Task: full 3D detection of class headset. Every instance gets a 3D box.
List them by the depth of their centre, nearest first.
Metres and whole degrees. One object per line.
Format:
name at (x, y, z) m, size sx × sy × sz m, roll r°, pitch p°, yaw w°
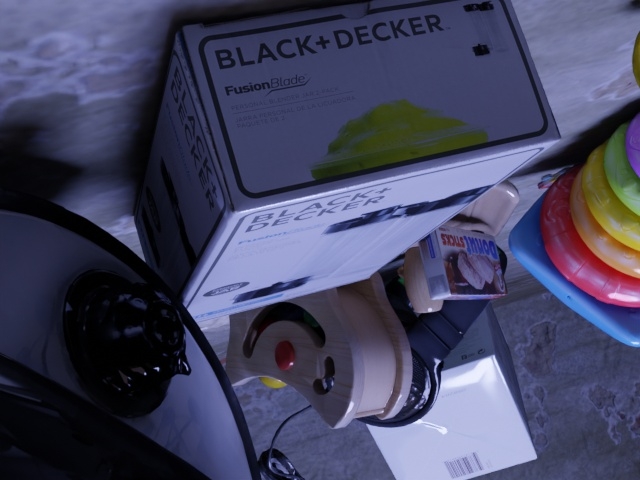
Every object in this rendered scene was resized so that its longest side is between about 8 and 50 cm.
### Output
headset at (0.085, 0.158, 1.073) m, size 0.394 × 0.185 × 0.243 m, roll -45°, pitch -173°, yaw 1°

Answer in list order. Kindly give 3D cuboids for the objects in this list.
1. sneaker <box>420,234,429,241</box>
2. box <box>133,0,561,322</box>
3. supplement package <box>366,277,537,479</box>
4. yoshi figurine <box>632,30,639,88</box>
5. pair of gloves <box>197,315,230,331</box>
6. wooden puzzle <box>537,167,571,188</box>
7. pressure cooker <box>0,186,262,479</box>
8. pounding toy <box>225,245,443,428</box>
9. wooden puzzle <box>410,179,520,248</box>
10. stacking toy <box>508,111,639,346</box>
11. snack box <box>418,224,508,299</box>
sneaker at (0.000, 0.000, 0.719) m, size 0.188 × 0.078 × 0.067 m, roll -18°, pitch 169°, yaw 11°
box at (-0.012, -0.031, 0.524) m, size 0.169 × 0.087 × 0.290 m, roll -13°, pitch 168°, yaw -20°
supplement package at (0.175, 0.190, 1.308) m, size 0.199 × 0.198 × 0.263 m, roll -20°, pitch -153°, yaw 13°
yoshi figurine at (0.369, -0.098, 0.554) m, size 0.362 × 0.204 × 0.203 m, roll -14°, pitch -175°, yaw -27°
pair of gloves at (-0.074, 0.082, 1.113) m, size 0.204 × 0.042 × 0.240 m, roll -17°, pitch 168°, yaw 4°
wooden puzzle at (0.271, -0.070, 0.970) m, size 0.083 × 0.006 × 0.049 m, roll -11°, pitch 168°, yaw -28°
pressure cooker at (-0.227, 0.166, 0.449) m, size 0.420 × 0.376 × 0.370 m, roll -20°, pitch 174°, yaw 28°
pounding toy at (0.035, 0.105, 0.902) m, size 0.154 × 0.154 × 0.269 m, roll -1°, pitch 168°, yaw -39°
wooden puzzle at (0.063, -0.012, 0.870) m, size 0.238 × 0.044 × 0.221 m, roll -13°, pitch 170°, yaw 3°
stacking toy at (0.302, -0.059, 0.774) m, size 0.165 × 0.175 × 0.302 m, roll -42°, pitch 161°, yaw -25°
snack box at (0.135, 0.023, 0.832) m, size 0.022 × 0.064 × 0.178 m, roll -17°, pitch 169°, yaw 25°
